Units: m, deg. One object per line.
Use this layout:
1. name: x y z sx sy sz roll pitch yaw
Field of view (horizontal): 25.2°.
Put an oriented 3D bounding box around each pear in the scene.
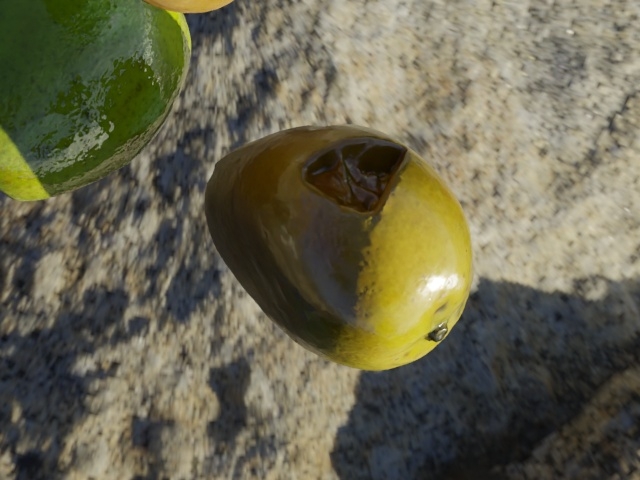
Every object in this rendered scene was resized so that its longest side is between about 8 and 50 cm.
1. pear: -0.233 -0.147 1.393 0.139 0.288 0.239 21 58 20

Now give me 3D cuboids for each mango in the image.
1. mango: 0.000 0.000 1.401 0.182 0.365 0.253 -38 120 -26

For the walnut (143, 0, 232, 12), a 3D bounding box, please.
1. walnut: -0.120 -0.295 1.156 0.226 0.193 0.193 38 97 -8
